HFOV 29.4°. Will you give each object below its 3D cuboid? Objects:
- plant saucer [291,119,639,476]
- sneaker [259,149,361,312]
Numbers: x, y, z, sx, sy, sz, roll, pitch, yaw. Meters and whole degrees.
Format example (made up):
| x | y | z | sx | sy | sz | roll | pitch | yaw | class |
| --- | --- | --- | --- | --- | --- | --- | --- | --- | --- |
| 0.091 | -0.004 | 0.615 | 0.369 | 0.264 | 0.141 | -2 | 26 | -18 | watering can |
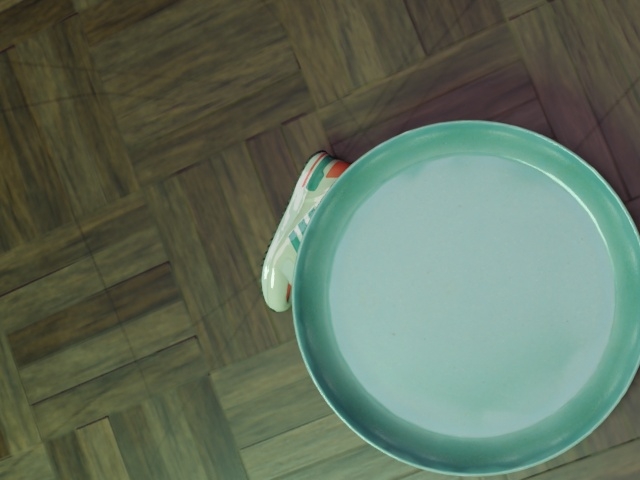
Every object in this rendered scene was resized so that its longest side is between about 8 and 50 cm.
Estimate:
| x | y | z | sx | sy | sz | roll | pitch | yaw | class |
| --- | --- | --- | --- | --- | --- | --- | --- | --- | --- |
| 0.134 | 0.052 | 1.098 | 0.317 | 0.044 | 0.318 | 1 | 93 | 9 | plant saucer |
| 0.000 | 0.000 | 1.153 | 0.075 | 0.057 | 0.161 | 22 | 92 | 21 | sneaker |
